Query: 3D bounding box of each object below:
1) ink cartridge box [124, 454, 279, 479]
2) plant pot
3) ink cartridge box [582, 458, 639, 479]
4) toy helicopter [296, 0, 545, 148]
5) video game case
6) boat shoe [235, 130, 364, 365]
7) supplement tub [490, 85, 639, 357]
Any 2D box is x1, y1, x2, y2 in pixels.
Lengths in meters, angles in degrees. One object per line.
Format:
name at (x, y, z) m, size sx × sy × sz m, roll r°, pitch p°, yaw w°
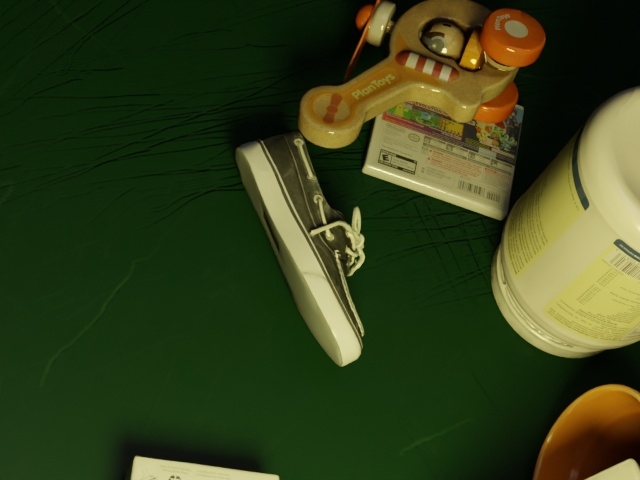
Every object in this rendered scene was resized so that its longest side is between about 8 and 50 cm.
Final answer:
ink cartridge box at (-0.135, 0.395, 1.395) m, size 0.165 × 0.065 × 0.332 m, roll 12°, pitch 58°, yaw -13°
plant pot at (0.381, 0.293, 1.566) m, size 0.188 × 0.205 × 0.205 m, roll 25°, pitch 56°, yaw -24°
ink cartridge box at (0.239, 0.397, 1.364) m, size 0.296 × 0.066 × 0.261 m, roll -29°, pitch 47°, yaw 12°
toy helicopter at (0.099, -0.226, 1.741) m, size 0.355 × 0.140 × 0.235 m, roll -32°, pitch 67°, yaw -32°
video game case at (0.166, -0.135, 1.810) m, size 0.201 × 0.023 × 0.183 m, roll 19°, pitch 59°, yaw -8°
boat shoe at (0.000, 0.002, 1.625) m, size 0.105 × 0.113 × 0.306 m, roll -20°, pitch 61°, yaw -12°
supplement tub at (0.358, -0.011, 1.629) m, size 0.235 × 0.325 × 0.235 m, roll 8°, pitch 61°, yaw -15°
